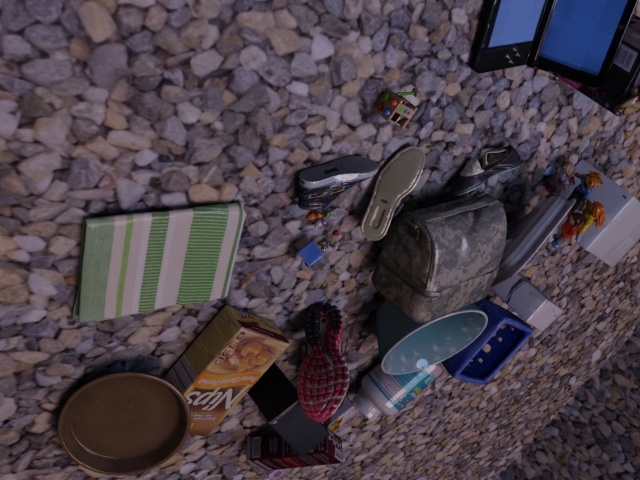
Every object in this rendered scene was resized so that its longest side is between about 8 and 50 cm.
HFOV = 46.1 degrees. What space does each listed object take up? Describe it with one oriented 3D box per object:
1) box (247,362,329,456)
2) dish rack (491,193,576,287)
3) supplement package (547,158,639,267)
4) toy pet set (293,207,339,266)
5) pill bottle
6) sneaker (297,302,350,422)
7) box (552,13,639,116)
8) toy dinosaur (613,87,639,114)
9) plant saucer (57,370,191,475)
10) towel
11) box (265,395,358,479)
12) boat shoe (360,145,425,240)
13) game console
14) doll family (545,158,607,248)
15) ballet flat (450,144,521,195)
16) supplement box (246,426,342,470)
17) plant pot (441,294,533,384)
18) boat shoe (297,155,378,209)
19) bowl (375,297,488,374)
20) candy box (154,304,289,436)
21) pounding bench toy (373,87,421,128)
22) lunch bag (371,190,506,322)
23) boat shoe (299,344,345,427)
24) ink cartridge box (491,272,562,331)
[{"bbox_3d":[-0.097,0.410,1.893,0.103,0.184,0.261,-36,144,-6],"label":"box"},{"bbox_3d":[0.523,0.005,2.021,0.285,0.072,0.333,-48,175,-17],"label":"dish rack"},{"bbox_3d":[0.822,-0.077,2.227,0.199,0.198,0.263,-52,143,14],"label":"supplement package"},{"bbox_3d":[0.000,0.000,1.663,0.114,0.065,0.122,-37,143,-7],"label":"toy pet set"},{"bbox_3d":[0.222,0.415,2.224,0.264,0.146,0.146,-41,144,0],"label":"pill bottle"},{"bbox_3d":[0.014,0.299,1.809,0.121,0.299,0.112,3,141,5],"label":"sneaker"},{"bbox_3d":[0.642,-0.417,1.673,0.142,0.247,0.163,-20,139,-29],"label":"box"},{"bbox_3d":[0.690,-0.300,1.597,0.183,0.053,0.092,-4,146,-31],"label":"toy dinosaur"},{"bbox_3d":[-0.419,0.388,1.617,0.278,0.041,0.277,-6,119,-12],"label":"plant saucer"},{"bbox_3d":[-0.305,0.039,1.451,0.325,0.038,0.248,-9,131,-35],"label":"towel"},{"bbox_3d":[-0.034,0.578,2.223,0.324,0.067,0.063,-38,143,-3],"label":"box"},{"bbox_3d":[0.160,-0.112,1.707,0.233,0.084,0.079,-61,178,14],"label":"boat shoe"},{"bbox_3d":[0.479,-0.455,1.535,0.250,0.173,0.293,-16,136,-25],"label":"game console"},{"bbox_3d":[0.706,-0.104,2.042,0.118,0.263,0.163,7,149,-7],"label":"doll family"},{"bbox_3d":[0.401,-0.181,1.855,0.203,0.074,0.074,-25,141,-12],"label":"ballet flat"},{"bbox_3d":[-0.072,0.579,2.083,0.239,0.073,0.130,-10,148,17],"label":"supplement box"},{"bbox_3d":[0.447,0.265,2.221,0.236,0.212,0.236,-51,142,13],"label":"plant pot"},{"bbox_3d":[0.033,-0.120,1.579,0.183,0.065,0.083,-14,137,-23],"label":"boat shoe"},{"bbox_3d":[0.271,0.213,2.016,0.312,0.163,0.311,-19,149,-12],"label":"bowl"},{"bbox_3d":[-0.241,0.307,1.735,0.316,0.087,0.183,-49,141,10],"label":"candy box"},{"bbox_3d":[0.159,-0.282,1.532,0.065,0.052,0.083,16,115,-49],"label":"pounding bench toy"},{"bbox_3d":[0.303,0.021,1.839,0.305,0.212,0.256,-14,134,-36],"label":"lunch bag"},{"bbox_3d":[0.018,0.391,2.030,0.113,0.127,0.340,-17,129,-12],"label":"boat shoe"},{"bbox_3d":[0.591,0.157,2.235,0.092,0.219,0.160,-50,143,10],"label":"ink cartridge box"}]
